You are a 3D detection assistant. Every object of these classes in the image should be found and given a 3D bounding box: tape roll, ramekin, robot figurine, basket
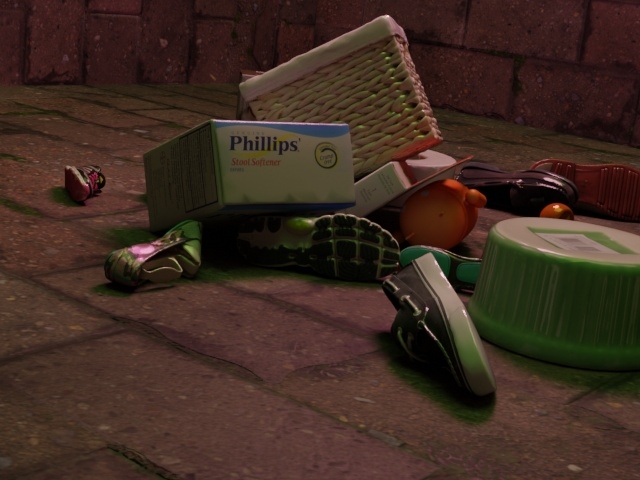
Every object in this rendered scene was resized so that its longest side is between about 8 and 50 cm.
[{"bbox_3d":[0.165,-0.154,2.452,0.286,0.100,0.286,6,15,-2],"label":"tape roll"},{"bbox_3d":[0.374,0.068,1.570,0.303,0.148,0.303,6,14,-2],"label":"ramekin"},{"bbox_3d":[0.223,-0.047,1.994,0.158,0.128,0.219,11,15,18],"label":"robot figurine"},{"bbox_3d":[0.061,-0.258,2.154,0.331,0.266,0.328,-25,0,10],"label":"basket"}]

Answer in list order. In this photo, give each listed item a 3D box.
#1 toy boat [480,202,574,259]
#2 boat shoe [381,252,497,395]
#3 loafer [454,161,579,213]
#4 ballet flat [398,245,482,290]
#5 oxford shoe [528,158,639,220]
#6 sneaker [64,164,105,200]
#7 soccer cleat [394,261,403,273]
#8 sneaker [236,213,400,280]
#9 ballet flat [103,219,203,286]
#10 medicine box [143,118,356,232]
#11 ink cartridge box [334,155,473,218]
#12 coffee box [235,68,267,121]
[{"bbox_3d":[0.393,0.012,1.795,0.231,0.151,0.151,11,15,19],"label":"toy boat"},{"bbox_3d":[0.144,0.117,1.392,0.102,0.108,0.301,-25,29,2],"label":"boat shoe"},{"bbox_3d":[0.436,-0.104,2.431,0.303,0.109,0.095,14,47,38],"label":"loafer"},{"bbox_3d":[0.222,0.054,1.763,0.188,0.070,0.070,14,16,21],"label":"ballet flat"},{"bbox_3d":[0.649,-0.121,2.518,0.348,0.123,0.130,15,-4,-1],"label":"oxford shoe"},{"bbox_3d":[-0.456,-0.117,2.087,0.075,0.063,0.170,-5,13,-20],"label":"sneaker"},{"bbox_3d":[0.137,0.039,1.819,0.036,0.029,0.083,0,11,-10],"label":"soccer cleat"},{"bbox_3d":[0.000,0.000,1.776,0.275,0.107,0.110,9,6,11],"label":"sneaker"},{"bbox_3d":[-0.234,0.029,1.625,0.079,0.077,0.221,33,28,20],"label":"ballet flat"},{"bbox_3d":[-0.127,-0.107,1.843,0.264,0.149,0.289,-2,-5,-32],"label":"medicine box"},{"bbox_3d":[0.160,-0.121,2.027,0.261,0.066,0.296,-30,0,10],"label":"ink cartridge box"},{"bbox_3d":[-0.123,-0.253,2.404,0.141,0.246,0.098,5,14,-7],"label":"coffee box"}]
